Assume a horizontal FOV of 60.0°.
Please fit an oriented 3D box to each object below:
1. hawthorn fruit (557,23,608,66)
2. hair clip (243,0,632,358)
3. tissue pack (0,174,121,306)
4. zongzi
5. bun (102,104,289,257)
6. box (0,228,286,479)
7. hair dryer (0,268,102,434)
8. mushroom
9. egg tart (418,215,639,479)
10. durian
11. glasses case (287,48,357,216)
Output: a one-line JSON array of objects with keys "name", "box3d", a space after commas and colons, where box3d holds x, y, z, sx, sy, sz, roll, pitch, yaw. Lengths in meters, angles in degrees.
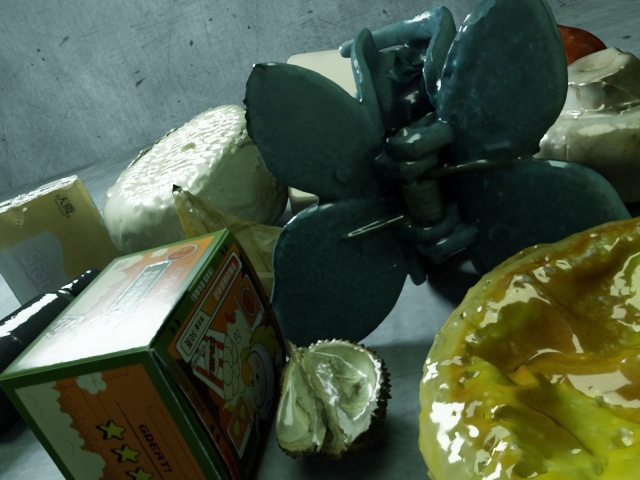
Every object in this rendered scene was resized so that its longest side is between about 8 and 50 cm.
[{"name": "hawthorn fruit", "box3d": [0.446, -0.310, 1.042, 0.202, 0.185, 0.185, 11, 35, 28]}, {"name": "hair clip", "box3d": [0.115, -0.078, 0.591, 0.392, 0.318, 0.238, -12, 21, 23]}, {"name": "tissue pack", "box3d": [-0.453, 0.019, 0.949, 0.186, 0.222, 0.090, -27, 26, -18]}, {"name": "zongzi", "box3d": [-0.084, 0.000, 0.719, 0.194, 0.198, 0.099, -16, 12, 2]}, {"name": "bun", "box3d": [-0.200, -0.073, 0.968, 0.359, 0.211, 0.360, -25, 30, 16]}, {"name": "box", "box3d": [-0.134, 0.119, 0.505, 0.148, 0.178, 0.195, -13, 23, 15]}, {"name": "hair dryer", "box3d": [-0.293, 0.145, 0.711, 0.302, 0.116, 0.244, 4, 30, 23]}, {"name": "mushroom", "box3d": [0.365, -0.143, 0.702, 0.254, 0.184, 0.255, -30, 22, 13]}, {"name": "egg tart", "box3d": [0.227, 0.094, 0.323, 0.341, 0.132, 0.341, -17, 22, 7]}, {"name": "durian", "box3d": [0.007, 0.139, 0.483, 0.110, 0.071, 0.140, -30, 37, -13]}, {"name": "glasses case", "box3d": [0.013, -0.194, 0.989, 0.143, 0.076, 0.337, -5, 61, 6]}]
